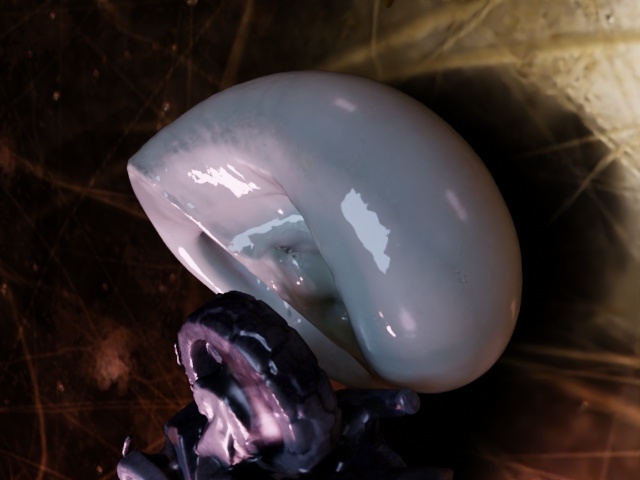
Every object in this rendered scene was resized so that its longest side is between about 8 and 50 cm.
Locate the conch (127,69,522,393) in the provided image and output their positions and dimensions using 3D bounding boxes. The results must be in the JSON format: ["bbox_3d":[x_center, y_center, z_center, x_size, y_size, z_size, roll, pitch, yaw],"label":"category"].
[{"bbox_3d":[0.005,-0.001,0.611,0.221,0.121,0.185,26,127,32],"label":"conch"}]

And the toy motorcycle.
[{"bbox_3d":[-0.010,0.151,0.621,0.173,0.108,0.307,41,150,23],"label":"toy motorcycle"}]

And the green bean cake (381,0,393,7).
[{"bbox_3d":[-0.023,-0.231,0.522,0.131,0.224,0.229,-46,72,4],"label":"green bean cake"}]
